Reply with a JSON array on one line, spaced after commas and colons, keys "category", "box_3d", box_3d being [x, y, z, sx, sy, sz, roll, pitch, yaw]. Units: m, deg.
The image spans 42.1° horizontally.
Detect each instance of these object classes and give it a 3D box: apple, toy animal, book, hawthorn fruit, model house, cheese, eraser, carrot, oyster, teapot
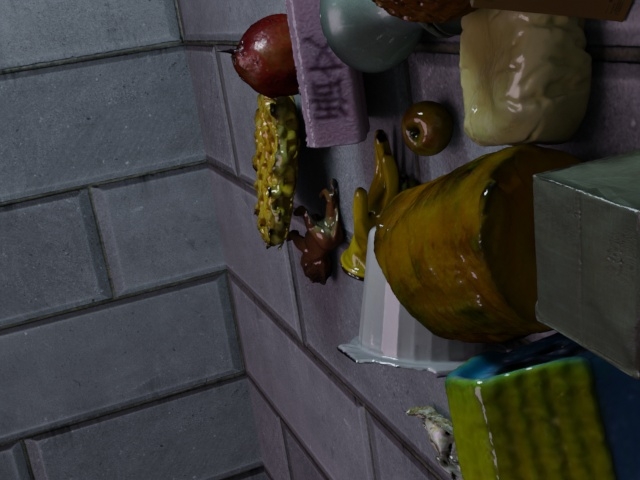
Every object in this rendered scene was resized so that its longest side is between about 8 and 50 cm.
[{"category": "apple", "box_3d": [0.173, -0.180, 1.335, 0.089, 0.074, 0.090, 165, 90, -70]}, {"category": "toy animal", "box_3d": [0.000, 0.000, 1.987, 0.158, 0.097, 0.312, 59, 156, 15]}, {"category": "book", "box_3d": [0.255, -0.287, 0.873, 0.118, 0.172, 0.012, 99, 175, -50]}, {"category": "hawthorn fruit", "box_3d": [-0.110, -0.393, 1.771, 0.181, 0.235, 0.181, 177, 90, -69]}, {"category": "model house", "box_3d": [0.288, 0.240, 0.976, 0.215, 0.303, 0.237, -12, 92, 65]}, {"category": "cheese", "box_3d": [0.244, -0.221, 1.039, 0.226, 0.117, 0.214, -145, 50, -70]}, {"category": "eraser", "box_3d": [0.009, -0.368, 1.483, 0.272, 0.122, 0.359, -77, -20, -72]}, {"category": "carrot", "box_3d": [0.220, 0.012, 1.070, 0.340, 0.241, 0.242, 153, 102, -71]}, {"category": "oyster", "box_3d": [0.249, 0.381, 1.596, 0.200, 0.061, 0.106, 61, 139, 31]}, {"category": "teapot", "box_3d": [0.119, -0.348, 1.243, 0.251, 0.183, 0.184, 12, 115, 59]}]

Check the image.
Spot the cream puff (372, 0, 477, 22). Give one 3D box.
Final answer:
[{"category": "cream puff", "box_3d": [0.134, -0.404, 0.970, 0.303, 0.212, 0.303, -168, 90, -73]}]

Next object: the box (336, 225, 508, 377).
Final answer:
[{"category": "box", "box_3d": [0.182, 0.083, 1.316, 0.291, 0.262, 0.207, 4, 100, 31]}]

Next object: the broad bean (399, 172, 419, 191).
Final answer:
[{"category": "broad bean", "box_3d": [0.180, -0.014, 1.497, 0.069, 0.039, 0.227, 28, -131, -84]}]

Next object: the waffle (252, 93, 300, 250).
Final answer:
[{"category": "waffle", "box_3d": [-0.108, -0.180, 2.005, 0.382, 0.095, 0.380, -109, 24, -65]}]

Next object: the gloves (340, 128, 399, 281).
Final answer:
[{"category": "gloves", "box_3d": [0.103, -0.075, 1.581, 0.133, 0.116, 0.294, -113, 22, -54]}]

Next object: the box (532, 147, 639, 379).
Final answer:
[{"category": "box", "box_3d": [0.329, 0.000, 0.755, 0.155, 0.231, 0.149, -143, 42, -64]}]
